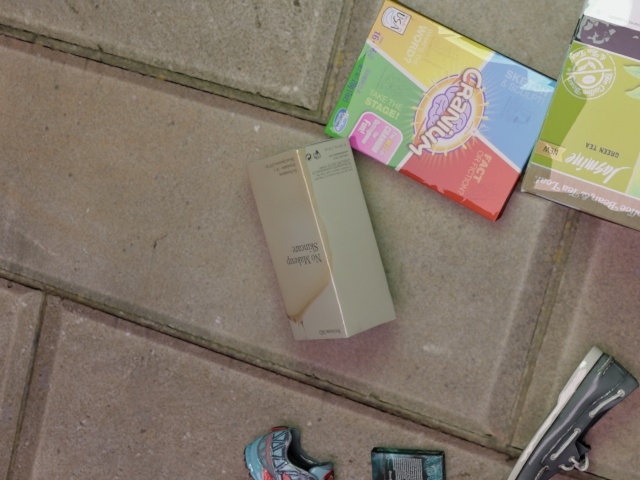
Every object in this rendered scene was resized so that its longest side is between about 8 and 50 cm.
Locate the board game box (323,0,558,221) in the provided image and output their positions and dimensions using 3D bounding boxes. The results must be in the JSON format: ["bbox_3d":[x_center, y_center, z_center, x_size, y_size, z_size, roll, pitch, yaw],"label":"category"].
[{"bbox_3d":[0.197,-0.209,1.791,0.317,0.064,0.242,28,106,12],"label":"board game box"}]

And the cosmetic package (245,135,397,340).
[{"bbox_3d":[0.000,0.000,1.831,0.160,0.113,0.309,-12,94,54],"label":"cosmetic package"}]

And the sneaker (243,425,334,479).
[{"bbox_3d":[-0.019,0.439,1.942,0.125,0.104,0.262,-38,86,17],"label":"sneaker"}]

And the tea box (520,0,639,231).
[{"bbox_3d":[0.449,-0.198,1.571,0.220,0.329,0.323,19,103,14],"label":"tea box"}]

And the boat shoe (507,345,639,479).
[{"bbox_3d":[0.389,0.323,1.786,0.099,0.116,0.319,32,102,15],"label":"boat shoe"}]

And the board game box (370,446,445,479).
[{"bbox_3d":[0.154,0.447,1.920,0.126,0.026,0.186,0,102,17],"label":"board game box"}]
